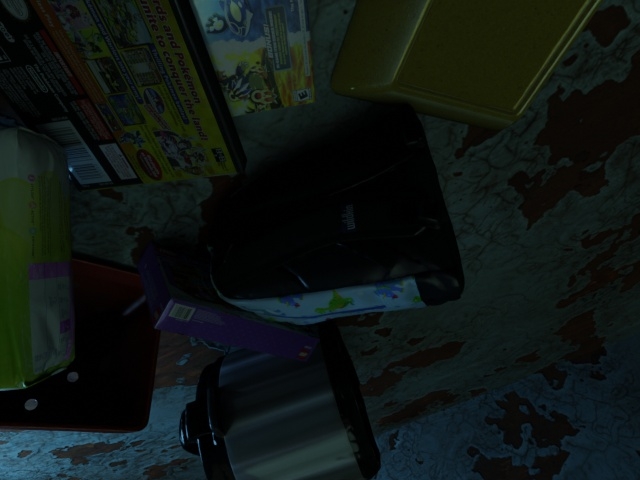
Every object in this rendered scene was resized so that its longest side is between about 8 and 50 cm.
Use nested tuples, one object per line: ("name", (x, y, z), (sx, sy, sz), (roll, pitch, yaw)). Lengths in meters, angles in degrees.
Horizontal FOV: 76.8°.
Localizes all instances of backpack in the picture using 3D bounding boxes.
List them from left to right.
("backpack", (0.000, 0.000, 0.619), (0.355, 0.290, 0.273), (-13, 154, 7))

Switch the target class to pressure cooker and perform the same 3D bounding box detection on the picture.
("pressure cooker", (-0.103, 0.422, 0.958), (0.420, 0.375, 0.370), (-18, 101, 0))

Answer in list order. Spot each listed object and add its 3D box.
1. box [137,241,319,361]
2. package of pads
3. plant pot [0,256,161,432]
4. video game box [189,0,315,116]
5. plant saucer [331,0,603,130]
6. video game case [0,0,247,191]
("box", (-0.164, 0.113, 0.726), (0.293, 0.201, 0.057), (26, 99, -37))
("package of pads", (-0.418, 0.023, 0.470), (0.229, 0.297, 0.101), (-4, 179, -1))
("plant pot", (-0.456, 0.200, 0.696), (0.267, 0.267, 0.236), (21, 138, -35))
("video game box", (-0.106, -0.251, 0.481), (0.187, 0.048, 0.205), (-11, 137, -4))
("plant saucer", (0.221, -0.296, 0.521), (0.332, 0.081, 0.333), (4, 133, -23))
("video game case", (-0.245, -0.179, 0.473), (0.248, 0.035, 0.275), (-5, 138, 8))
